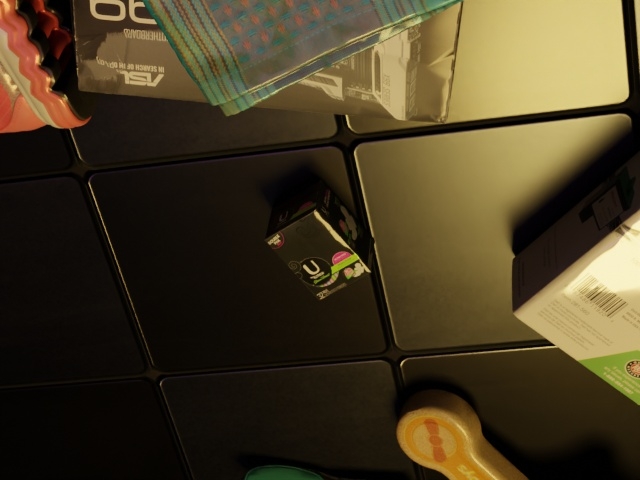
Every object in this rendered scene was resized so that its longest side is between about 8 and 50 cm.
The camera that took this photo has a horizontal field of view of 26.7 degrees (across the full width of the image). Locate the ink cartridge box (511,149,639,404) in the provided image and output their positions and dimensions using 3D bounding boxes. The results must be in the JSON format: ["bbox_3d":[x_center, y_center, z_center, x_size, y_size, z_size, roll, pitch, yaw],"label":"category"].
[{"bbox_3d":[0.298,0.019,1.169,0.160,0.093,0.219,36,122,-18],"label":"ink cartridge box"}]

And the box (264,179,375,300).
[{"bbox_3d":[0.000,0.000,1.222,0.062,0.052,0.083,-30,116,24],"label":"box"}]

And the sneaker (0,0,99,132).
[{"bbox_3d":[-0.302,-0.207,1.075,0.136,0.116,0.314,-13,123,18],"label":"sneaker"}]

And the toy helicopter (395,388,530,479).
[{"bbox_3d":[0.201,0.291,1.384,0.355,0.140,0.235,45,129,-11],"label":"toy helicopter"}]

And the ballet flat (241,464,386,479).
[{"bbox_3d":[0.008,0.281,1.421,0.188,0.070,0.070,9,126,5],"label":"ballet flat"}]

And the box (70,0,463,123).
[{"bbox_3d":[-0.040,-0.224,1.049,0.307,0.076,0.242,6,125,3],"label":"box"}]

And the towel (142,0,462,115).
[{"bbox_3d":[-0.052,-0.281,0.939,0.271,0.040,0.370,-23,119,20],"label":"towel"}]
